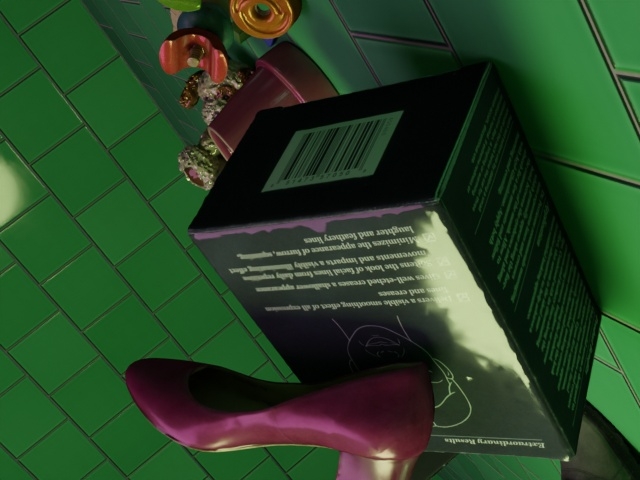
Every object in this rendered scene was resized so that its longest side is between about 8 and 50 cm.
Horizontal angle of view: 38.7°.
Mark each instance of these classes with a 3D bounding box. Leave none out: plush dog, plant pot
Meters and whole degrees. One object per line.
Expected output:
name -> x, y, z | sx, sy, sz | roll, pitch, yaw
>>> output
plush dog -> -0.150, -0.238, 1.744 | 0.262, 0.210, 0.225 | 0, 122, 35
plant pot -> -0.073, -0.184, 1.457 | 0.201, 0.180, 0.201 | 50, 172, 10

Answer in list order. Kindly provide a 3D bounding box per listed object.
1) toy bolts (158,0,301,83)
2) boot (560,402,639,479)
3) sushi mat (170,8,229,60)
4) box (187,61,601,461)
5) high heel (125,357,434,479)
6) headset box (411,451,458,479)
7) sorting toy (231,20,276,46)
toy bolts -> -0.134, -0.353, 1.309 | 0.218, 0.158, 0.228 | 15, 141, -4
boot -> 0.373, 0.380, 1.364 | 0.338, 0.222, 0.118 | 44, 169, 39
sushi mat -> -0.216, -0.364, 1.913 | 0.316, 0.019, 0.151 | 48, 162, 18
box -> 0.103, 0.042, 1.009 | 0.293, 0.212, 0.395 | -6, 132, 34
high heel -> -0.053, 0.153, 1.006 | 0.377, 0.181, 0.127 | 16, -158, 19
headset box -> 0.196, 0.262, 1.631 | 0.246, 0.283, 0.131 | 50, -174, 14
sorting toy -> -0.194, -0.443, 1.446 | 0.348, 0.047, 0.196 | 54, 170, -17
